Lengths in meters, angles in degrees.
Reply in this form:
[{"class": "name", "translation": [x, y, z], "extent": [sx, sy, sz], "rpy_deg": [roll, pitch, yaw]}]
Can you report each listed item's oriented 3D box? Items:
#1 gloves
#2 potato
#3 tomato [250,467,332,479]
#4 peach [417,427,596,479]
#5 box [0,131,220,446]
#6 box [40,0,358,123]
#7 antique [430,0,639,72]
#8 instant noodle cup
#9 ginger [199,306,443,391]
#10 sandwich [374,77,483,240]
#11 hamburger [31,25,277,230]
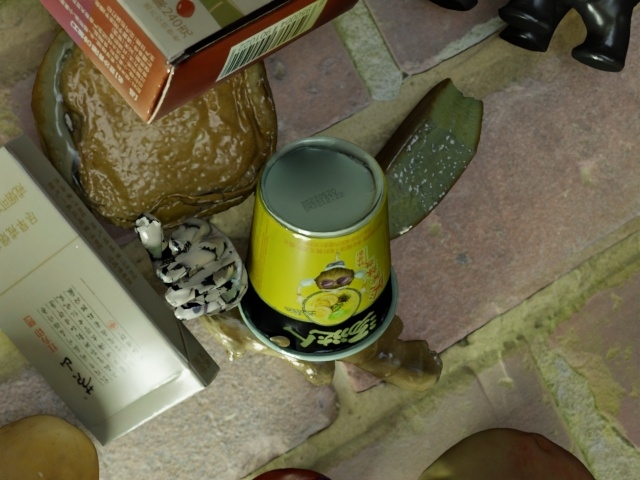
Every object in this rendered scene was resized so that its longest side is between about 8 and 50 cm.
[{"class": "gloves", "translation": [-0.148, 0.026, 1.457], "extent": [0.111, 0.212, 0.127], "rpy_deg": [-21, 76, -13]}, {"class": "potato", "translation": [-0.374, 0.314, 1.489], "extent": [0.234, 0.146, 0.150], "rpy_deg": [-34, 126, -13]}, {"class": "tomato", "translation": [-0.060, 0.363, 1.588], "extent": [0.173, 0.099, 0.189], "rpy_deg": [-31, 138, -27]}, {"class": "peach", "translation": [0.241, 0.388, 1.582], "extent": [0.292, 0.247, 0.292], "rpy_deg": [-1, 111, -3]}, {"class": "box", "translation": [-0.307, 0.068, 1.479], "extent": [0.205, 0.051, 0.365], "rpy_deg": [-32, 101, 33]}, {"class": "box", "translation": [-0.177, -0.373, 1.421], "extent": [0.344, 0.122, 0.385], "rpy_deg": [-35, 79, -34]}, {"class": "antique", "translation": [0.296, -0.393, 1.622], "extent": [0.322, 0.185, 0.255], "rpy_deg": [18, 94, -28]}, {"class": "instant noodle cup", "translation": [0.000, 0.000, 1.492], "extent": [0.216, 0.236, 0.215], "rpy_deg": [1, 54, -2]}, {"class": "ginger", "translation": [0.008, 0.121, 1.613], "extent": [0.334, 0.081, 0.148], "rpy_deg": [4, 105, -13]}, {"class": "sandwich", "translation": [0.130, -0.105, 1.635], "extent": [0.094, 0.096, 0.258], "rpy_deg": [38, 84, -17]}, {"class": "hamburger", "translation": [-0.203, -0.157, 1.511], "extent": [0.319, 0.158, 0.318], "rpy_deg": [0, 90, -15]}]
